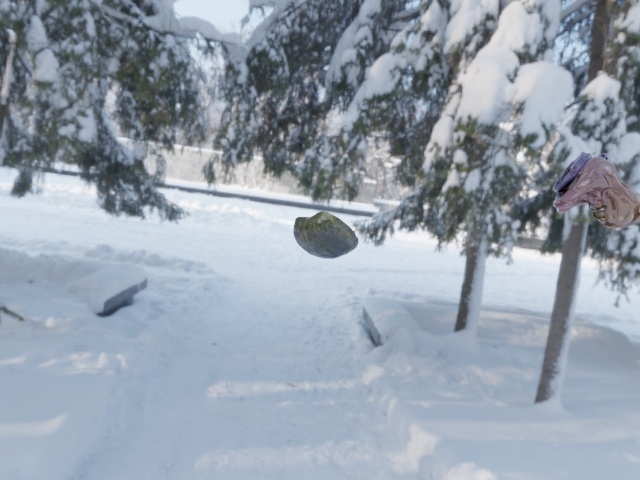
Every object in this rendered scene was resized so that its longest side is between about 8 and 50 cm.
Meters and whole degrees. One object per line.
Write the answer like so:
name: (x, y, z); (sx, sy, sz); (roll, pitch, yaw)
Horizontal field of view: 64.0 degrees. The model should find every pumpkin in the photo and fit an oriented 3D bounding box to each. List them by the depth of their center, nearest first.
pumpkin: (-0.001, 0.000, 0.497); (0.050, 0.028, 0.083); (47, -25, -22)

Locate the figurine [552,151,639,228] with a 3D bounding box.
figurine: (0.485, -0.082, 0.899); (0.157, 0.126, 0.114); (45, 7, 33)
